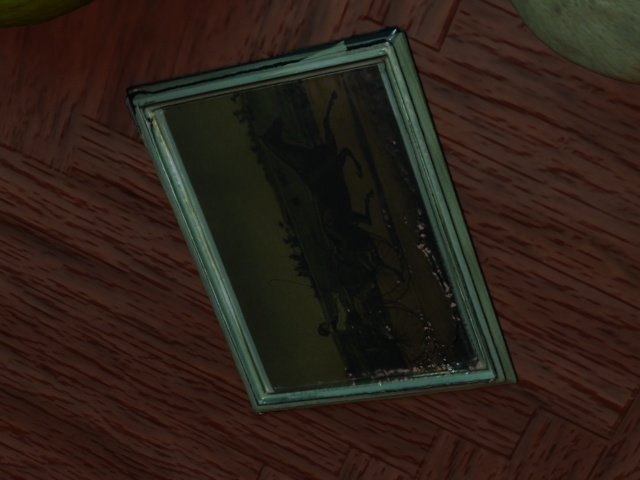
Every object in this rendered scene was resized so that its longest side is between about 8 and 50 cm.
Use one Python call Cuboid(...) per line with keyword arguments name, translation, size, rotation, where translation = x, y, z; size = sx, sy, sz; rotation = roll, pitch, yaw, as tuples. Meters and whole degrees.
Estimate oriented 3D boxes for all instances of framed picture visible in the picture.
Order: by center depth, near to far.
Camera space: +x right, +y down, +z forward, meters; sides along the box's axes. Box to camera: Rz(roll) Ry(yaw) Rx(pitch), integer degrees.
Cuboid(name="framed picture", translation=(0.000, 0.000, 1.054), size=(0.197, 0.014, 0.252), rotation=(-9, 114, 26))

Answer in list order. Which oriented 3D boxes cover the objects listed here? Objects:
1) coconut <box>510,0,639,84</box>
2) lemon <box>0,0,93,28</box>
Cuboid(name="coconut", translation=(0.182, -0.185, 0.768), size=(0.224, 0.224, 0.224), rotation=(10, 121, 16))
Cuboid(name="lemon", translation=(-0.188, -0.207, 0.910), size=(0.248, 0.184, 0.184), rotation=(20, 123, 10))
